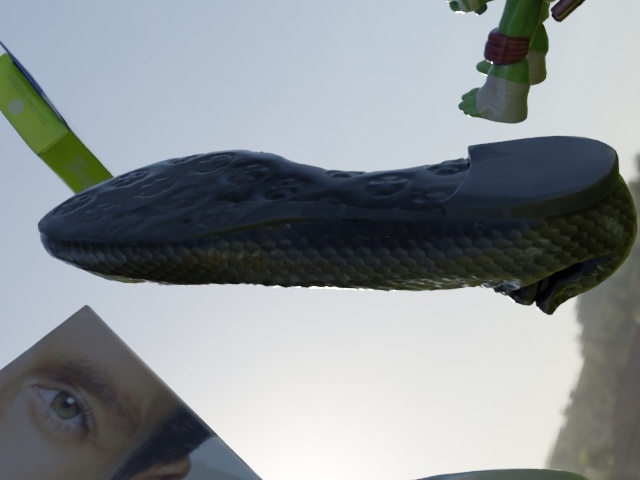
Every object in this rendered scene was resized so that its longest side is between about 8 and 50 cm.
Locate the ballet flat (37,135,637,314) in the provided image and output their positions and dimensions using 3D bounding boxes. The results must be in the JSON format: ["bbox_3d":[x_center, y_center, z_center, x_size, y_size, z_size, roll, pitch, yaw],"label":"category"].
[{"bbox_3d":[0.000,0.000,0.578,0.084,0.250,0.058,-56,-43,-52],"label":"ballet flat"}]

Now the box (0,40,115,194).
[{"bbox_3d":[-0.240,-0.094,1.333,0.042,0.109,0.178,-40,-25,-4],"label":"box"}]

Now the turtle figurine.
[{"bbox_3d":[0.155,-0.265,1.423,0.198,0.274,0.266,-114,23,-52],"label":"turtle figurine"}]

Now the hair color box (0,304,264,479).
[{"bbox_3d":[-0.179,0.206,0.691,0.339,0.185,0.110,-38,-37,-18],"label":"hair color box"}]

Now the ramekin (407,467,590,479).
[{"bbox_3d":[0.130,0.305,1.372,0.273,0.273,0.127,72,-171,-67],"label":"ramekin"}]

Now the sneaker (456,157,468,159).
[{"bbox_3d":[0.173,-0.055,1.668,0.083,0.031,0.035,46,-147,-29],"label":"sneaker"}]
